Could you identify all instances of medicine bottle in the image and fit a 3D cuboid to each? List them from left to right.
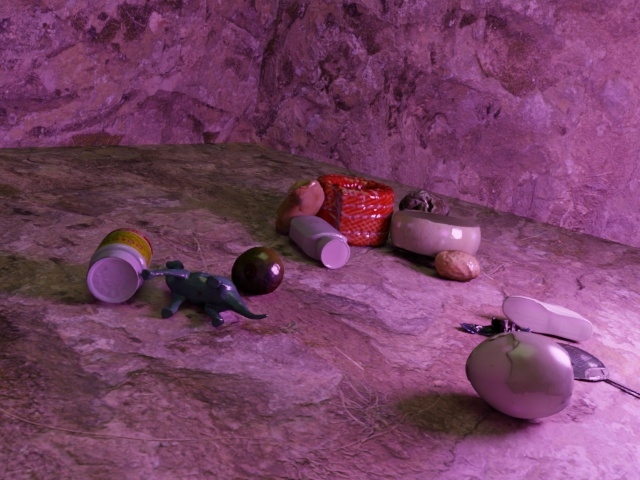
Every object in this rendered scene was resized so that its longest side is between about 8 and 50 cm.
[{"bbox_3d":[-0.508,0.061,1.520,0.139,0.139,0.225,7,17,-11],"label":"medicine bottle"},{"bbox_3d":[0.000,0.000,2.110,0.161,0.111,0.296,2,16,-24],"label":"medicine bottle"}]

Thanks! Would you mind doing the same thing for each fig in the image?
[{"bbox_3d":[-0.166,0.093,1.726,0.149,0.149,0.245,13,-3,9],"label":"fig"}]

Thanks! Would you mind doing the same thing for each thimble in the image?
[{"bbox_3d":[0.133,-0.127,2.412,0.349,0.231,0.350,8,15,-2],"label":"thimble"}]

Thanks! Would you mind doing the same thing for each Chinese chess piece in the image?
[{"bbox_3d":[0.444,-0.020,2.329,0.349,0.147,0.349,9,10,-2],"label":"Chinese chess piece"}]

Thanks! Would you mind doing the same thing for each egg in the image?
[{"bbox_3d":[0.417,0.285,1.276,0.217,0.183,0.183,4,16,4],"label":"egg"}]

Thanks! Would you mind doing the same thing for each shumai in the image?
[{"bbox_3d":[0.462,-0.076,2.642,0.225,0.222,0.260,-11,-27,25],"label":"shumai"}]

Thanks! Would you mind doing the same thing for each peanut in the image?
[{"bbox_3d":[0.480,0.085,2.114,0.159,0.109,0.140,14,-4,-5],"label":"peanut"}]

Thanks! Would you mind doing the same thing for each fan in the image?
[{"bbox_3d":[0.671,0.334,1.565,0.223,0.012,0.294,6,16,-16],"label":"fan"}]

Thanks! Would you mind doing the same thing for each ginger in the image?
[{"bbox_3d":[-0.080,-0.132,2.274,0.152,0.267,0.138,19,29,-21],"label":"ginger"}]

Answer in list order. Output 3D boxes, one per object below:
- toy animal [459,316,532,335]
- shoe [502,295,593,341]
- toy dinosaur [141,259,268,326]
[{"bbox_3d":[0.506,0.251,1.687,0.220,0.062,0.108,6,-1,-13],"label":"toy animal"},{"bbox_3d":[0.676,0.230,1.801,0.264,0.095,0.110,20,12,12],"label":"shoe"},{"bbox_3d":[-0.283,0.120,1.570,0.383,0.130,0.331,14,8,7],"label":"toy dinosaur"}]
